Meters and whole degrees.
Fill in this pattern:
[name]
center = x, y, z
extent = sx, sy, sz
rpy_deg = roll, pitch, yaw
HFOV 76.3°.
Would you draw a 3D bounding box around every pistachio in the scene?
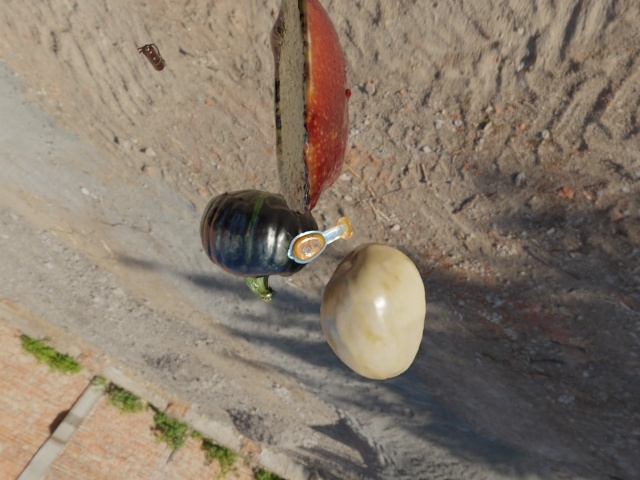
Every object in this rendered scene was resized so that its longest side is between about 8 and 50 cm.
[pistachio]
center = 0.114, 0.149, 0.883
extent = 0.230, 0.230, 0.308
rpy_deg = 1, 117, 32

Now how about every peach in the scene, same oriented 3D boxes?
[peach]
center = -0.005, -0.124, 0.374
extent = 0.068, 0.279, 0.188
rpy_deg = -4, 138, -9

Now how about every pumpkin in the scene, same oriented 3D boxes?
[pumpkin]
center = -0.157, 0.009, 1.019
extent = 0.296, 0.295, 0.295
rpy_deg = 17, 145, 13

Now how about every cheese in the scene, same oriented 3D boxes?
[cheese]
center = 0.000, 0.000, 0.629
extent = 0.017, 0.111, 0.047
rpy_deg = 38, 152, 60

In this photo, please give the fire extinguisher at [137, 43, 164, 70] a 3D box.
[fire extinguisher]
center = -0.525, -0.576, 1.273
extent = 0.039, 0.056, 0.132
rpy_deg = 53, 175, 0
